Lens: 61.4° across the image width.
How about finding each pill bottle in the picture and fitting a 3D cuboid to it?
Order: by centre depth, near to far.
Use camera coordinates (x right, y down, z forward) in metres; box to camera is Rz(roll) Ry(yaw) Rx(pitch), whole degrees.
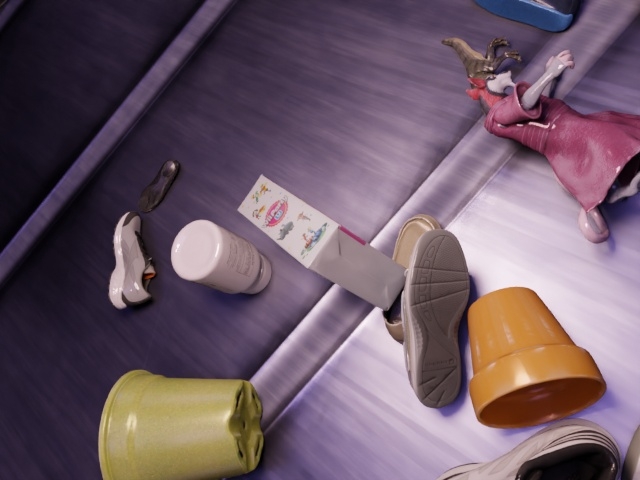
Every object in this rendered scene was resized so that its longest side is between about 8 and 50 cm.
[{"bbox_3d":[-0.209,0.048,1.195,0.131,0.229,0.131,-8,70,24],"label":"pill bottle"}]

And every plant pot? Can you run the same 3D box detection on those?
[{"bbox_3d":[0.339,0.189,0.913,0.205,0.205,0.188,-23,49,18],"label":"plant pot"},{"bbox_3d":[-0.263,0.394,1.114,0.253,0.276,0.276,-9,69,11],"label":"plant pot"}]

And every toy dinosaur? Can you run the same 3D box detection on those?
[{"bbox_3d":[0.358,-0.380,1.156,0.118,0.064,0.268,-31,59,22],"label":"toy dinosaur"}]

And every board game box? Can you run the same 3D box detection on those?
[{"bbox_3d":[0.000,0.000,1.061,0.098,0.224,0.303,-57,39,0],"label":"board game box"}]

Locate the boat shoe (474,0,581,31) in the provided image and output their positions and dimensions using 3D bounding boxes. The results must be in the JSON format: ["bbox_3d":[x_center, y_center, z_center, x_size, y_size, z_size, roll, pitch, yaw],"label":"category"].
[{"bbox_3d":[0.428,-0.533,1.160,0.258,0.109,0.089,35,83,14],"label":"boat shoe"}]

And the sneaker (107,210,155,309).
[{"bbox_3d":[-0.487,0.049,1.422,0.107,0.100,0.272,-6,66,-1],"label":"sneaker"}]

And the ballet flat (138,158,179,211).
[{"bbox_3d":[-0.443,-0.149,1.491,0.057,0.049,0.173,39,98,3],"label":"ballet flat"}]

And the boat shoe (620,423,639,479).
[{"bbox_3d":[0.509,0.397,0.825,0.081,0.079,0.228,11,83,19],"label":"boat shoe"}]

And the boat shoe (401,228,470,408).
[{"bbox_3d":[0.199,0.138,0.989,0.118,0.103,0.321,-4,95,-14],"label":"boat shoe"}]

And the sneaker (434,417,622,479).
[{"bbox_3d":[0.254,0.421,0.830,0.447,0.257,0.169,-39,61,10],"label":"sneaker"}]

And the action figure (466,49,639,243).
[{"bbox_3d":[0.432,-0.204,1.013,0.370,0.248,0.276,30,115,27],"label":"action figure"}]

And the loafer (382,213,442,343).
[{"bbox_3d":[0.185,0.070,1.073,0.101,0.092,0.269,4,75,27],"label":"loafer"}]
